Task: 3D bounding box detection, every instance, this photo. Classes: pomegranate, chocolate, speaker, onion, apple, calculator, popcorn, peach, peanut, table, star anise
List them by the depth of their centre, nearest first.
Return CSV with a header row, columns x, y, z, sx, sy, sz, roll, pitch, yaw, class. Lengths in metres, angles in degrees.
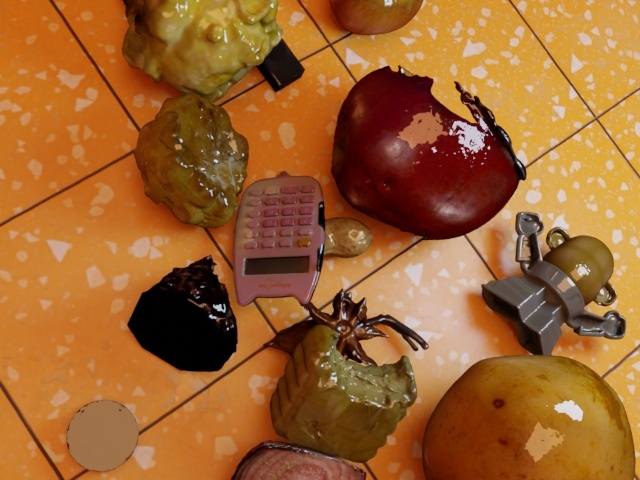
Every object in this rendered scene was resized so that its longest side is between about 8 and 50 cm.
x,y,z,sx,sy,sz,roll,pitch,yaw,class
-0.414,0.371,1.495,0.133,0.043,0.134,4,75,-14,table
-0.067,0.483,1.524,0.250,0.111,0.248,22,107,-18,onion
0.400,0.414,1.532,0.416,0.416,0.417,4,74,-14,pomegranate
-0.233,0.125,1.548,0.206,0.224,0.177,32,47,-4,chocolate
-0.082,-0.006,1.600,0.194,0.043,0.294,-3,68,17,calculator
0.063,0.210,1.617,0.346,0.148,0.238,0,97,-17,star anise
-0.241,-0.445,1.632,0.312,0.312,0.313,4,74,-14,popcorn
0.229,-0.181,1.670,0.416,0.339,0.353,1,112,-15,peach
0.000,0.000,1.671,0.229,0.098,0.103,-8,47,-15,peanut
-0.132,-0.448,1.791,0.082,0.044,0.218,-34,86,-20,speaker
0.128,-0.578,1.831,0.234,0.173,0.211,-4,72,-25,apple

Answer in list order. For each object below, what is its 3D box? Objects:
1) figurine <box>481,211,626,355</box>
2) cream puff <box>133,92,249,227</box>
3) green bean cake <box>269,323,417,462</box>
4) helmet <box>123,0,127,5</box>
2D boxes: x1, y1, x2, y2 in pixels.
x,y,z,sx,sy,sz,roll,pitch,yaw,class
0.534,0.100,1.751,0.285,0.167,0.343,-40,108,-12,figurine
-0.272,-0.154,1.620,0.281,0.185,0.282,34,46,-44,cream puff
0.044,0.298,1.500,0.236,0.124,0.233,22,109,-18,green bean cake
-0.398,-0.548,1.736,0.098,0.070,0.123,-19,74,-25,helmet
